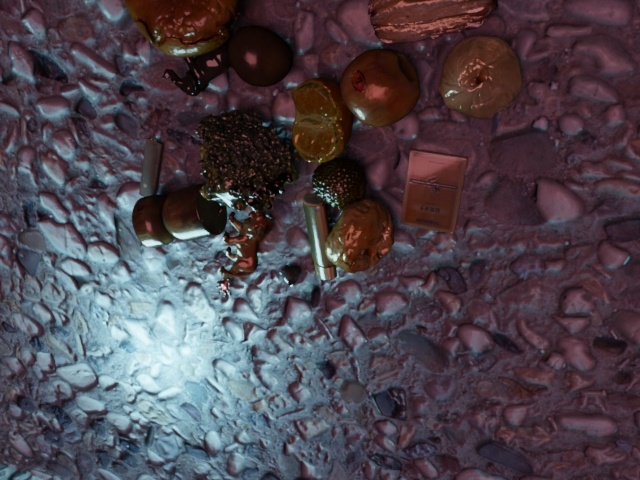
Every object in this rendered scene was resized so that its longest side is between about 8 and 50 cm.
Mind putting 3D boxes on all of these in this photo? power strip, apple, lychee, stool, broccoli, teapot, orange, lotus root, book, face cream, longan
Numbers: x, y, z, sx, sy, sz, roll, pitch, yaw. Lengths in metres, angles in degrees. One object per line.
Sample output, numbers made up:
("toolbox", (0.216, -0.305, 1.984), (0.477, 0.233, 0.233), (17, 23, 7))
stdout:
("power strip", (-0.583, -0.237, 2.091), (0.060, 0.027, 0.252), (21, 119, 8))
("apple", (0.161, -0.415, 1.647), (0.188, 0.211, 0.211), (-32, 101, 31))
("lychee", (0.052, -0.174, 1.828), (0.171, 0.171, 0.171), (8, 116, 16))
("stool", (-0.468, -0.083, 2.037), (0.264, 0.179, 0.179), (-10, 110, 22))
("broccoli", (-0.256, -0.225, 1.862), (0.348, 0.293, 0.281), (41, 159, 9))
("teapot", (-0.107, 0.120, 2.081), (0.057, 0.066, 0.088), (35, 146, 23))
("orange", (0.005, -0.352, 1.757), (0.179, 0.158, 0.237), (10, 117, 29))
("lotus root", (0.292, -0.616, 1.587), (0.329, 0.078, 0.167), (-1, 137, 18))
("book", (0.335, -0.145, 1.821), (0.170, 0.018, 0.241), (11, 117, 14))
("face cream", (0.000, 0.000, 1.945), (0.067, 0.139, 0.285), (-14, 113, -12))
("longan", (-0.172, -0.522, 1.730), (0.189, 0.189, 0.189), (8, 116, 16))

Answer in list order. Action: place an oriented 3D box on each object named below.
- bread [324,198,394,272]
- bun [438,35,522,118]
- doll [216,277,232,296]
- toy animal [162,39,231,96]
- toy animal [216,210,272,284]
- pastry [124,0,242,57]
("bread", (0.125, -0.006, 1.831), (0.134, 0.244, 0.244), (52, 126, 31))
("bun", (0.418, -0.423, 1.594), (0.220, 0.134, 0.220), (7, 112, 17))
("doll", (-0.339, 0.158, 2.187), (0.057, 0.039, 0.114), (49, 136, 27))
("toy animal", (-0.368, -0.532, 1.827), (0.245, 0.114, 0.146), (-28, 100, 31))
("toy animal", (-0.252, 0.019, 2.063), (0.157, 0.097, 0.312), (14, 120, 6))
("pastry", (-0.380, -0.680, 1.691), (0.356, 0.164, 0.356), (0, 91, 14))
